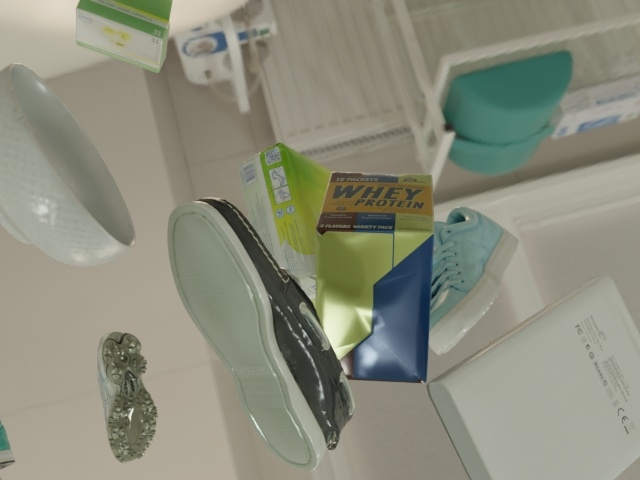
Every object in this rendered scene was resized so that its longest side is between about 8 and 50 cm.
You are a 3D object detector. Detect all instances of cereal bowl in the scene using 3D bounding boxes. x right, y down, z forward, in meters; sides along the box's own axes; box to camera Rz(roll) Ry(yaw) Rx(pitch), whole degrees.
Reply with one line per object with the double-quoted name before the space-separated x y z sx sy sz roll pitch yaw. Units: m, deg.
"cereal bowl" -0.438 -0.098 1.406 0.141 0.339 0.339 -29 161 2

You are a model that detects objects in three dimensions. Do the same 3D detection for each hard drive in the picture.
"hard drive" 0.275 0.186 1.024 0.308 0.203 0.040 -25 178 -35

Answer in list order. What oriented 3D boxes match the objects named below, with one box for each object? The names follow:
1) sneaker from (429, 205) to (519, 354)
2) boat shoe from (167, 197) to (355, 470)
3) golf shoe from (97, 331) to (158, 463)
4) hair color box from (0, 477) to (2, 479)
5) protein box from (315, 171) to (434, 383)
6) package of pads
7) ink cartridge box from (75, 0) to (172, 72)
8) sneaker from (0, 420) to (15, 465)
"sneaker" 0.205 0.052 1.444 0.135 0.150 0.366 -55 176 29
"boat shoe" -0.053 0.081 0.881 0.114 0.302 0.091 4 -147 40
"golf shoe" -0.265 0.206 1.204 0.069 0.176 0.086 -5 -173 -31
"hair color box" -0.335 0.173 0.631 0.114 0.374 0.185 -27 -171 4
"protein box" 0.071 0.040 1.126 0.136 0.199 0.201 2 -157 5
"package of pads" 0.000 0.000 1.406 0.101 0.229 0.296 -23 159 24
"ink cartridge box" -0.364 -0.419 1.665 0.171 0.056 0.235 19 156 -6
"sneaker" -0.645 0.318 1.535 0.124 0.178 0.295 -25 165 8
